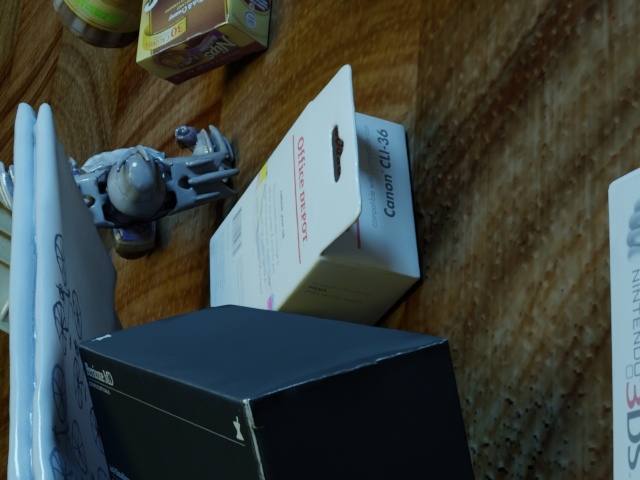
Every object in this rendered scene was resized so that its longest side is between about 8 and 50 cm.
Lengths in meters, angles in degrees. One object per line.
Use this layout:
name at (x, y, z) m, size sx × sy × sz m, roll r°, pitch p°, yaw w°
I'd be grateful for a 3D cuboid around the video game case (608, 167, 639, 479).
video game case at (0.168, 0.029, 0.448) m, size 0.190 × 0.022 × 0.173 m, roll -32°, pitch 49°, yaw 57°

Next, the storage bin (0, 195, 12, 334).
storage bin at (-0.377, -0.006, 1.375) m, size 0.123 × 0.260 × 0.262 m, roll -60°, pitch 24°, yaw -6°

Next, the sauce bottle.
sauce bottle at (-0.164, -0.331, 1.256) m, size 0.344 × 0.111 × 0.111 m, roll -50°, pitch 35°, yaw 46°

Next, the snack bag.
snack bag at (-0.143, 0.130, 0.866) m, size 0.342 × 0.037 × 0.323 m, roll 78°, pitch 179°, yaw -46°

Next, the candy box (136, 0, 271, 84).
candy box at (-0.093, -0.235, 1.080) m, size 0.109 × 0.053 × 0.186 m, roll -16°, pitch 62°, yaw 37°

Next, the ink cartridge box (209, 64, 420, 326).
ink cartridge box at (0.000, 0.000, 0.774) m, size 0.198 × 0.067 × 0.115 m, roll -50°, pitch 35°, yaw 47°

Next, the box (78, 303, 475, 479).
box at (-0.024, 0.136, 0.636) m, size 0.261 × 0.103 × 0.184 m, roll 3°, pitch 108°, yaw 65°

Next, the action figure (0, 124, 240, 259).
action figure at (-0.173, -0.044, 1.059) m, size 0.285 × 0.185 × 0.099 m, roll 163°, pitch 106°, yaw -71°
